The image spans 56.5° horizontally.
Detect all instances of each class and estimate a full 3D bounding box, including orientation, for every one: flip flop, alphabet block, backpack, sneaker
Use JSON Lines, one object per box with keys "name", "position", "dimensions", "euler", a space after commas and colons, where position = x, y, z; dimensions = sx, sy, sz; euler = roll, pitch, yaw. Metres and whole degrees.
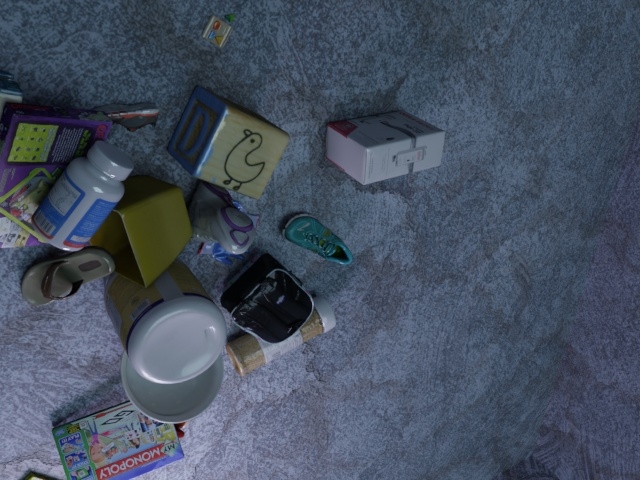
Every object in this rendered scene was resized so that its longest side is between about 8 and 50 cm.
{"name": "flip flop", "position": [-0.613, 0.096, 1.428], "dimensions": [0.277, 0.080, 0.112], "euler": [-19, 129, 19]}
{"name": "alphabet block", "position": [-0.230, -0.241, 1.478], "dimensions": [0.197, 0.193, 0.192], "euler": [17, 108, -41]}
{"name": "backpack", "position": [-0.154, 0.180, 1.787], "dimensions": [0.225, 0.191, 0.253], "euler": [-46, 126, 1]}
{"name": "sneaker", "position": [0.000, 0.000, 1.842], "dimensions": [0.275, 0.110, 0.107], "euler": [25, 101, -41]}
{"name": "sneaker", "position": [-0.260, -0.031, 1.511], "dimensions": [0.114, 0.305, 0.152], "euler": [24, 107, -36]}
{"name": "sneaker", "position": [-0.452, -0.279, 1.390], "dimensions": [0.158, 0.061, 0.064], "euler": [-10, 128, -30]}

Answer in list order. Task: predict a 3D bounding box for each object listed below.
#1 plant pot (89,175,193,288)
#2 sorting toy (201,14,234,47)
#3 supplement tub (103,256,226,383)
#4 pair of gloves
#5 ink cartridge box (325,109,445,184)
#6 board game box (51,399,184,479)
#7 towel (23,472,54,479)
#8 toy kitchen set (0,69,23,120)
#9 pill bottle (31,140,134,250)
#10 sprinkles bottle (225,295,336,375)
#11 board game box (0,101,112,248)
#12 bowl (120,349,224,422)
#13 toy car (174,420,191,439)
{"name": "plant pot", "position": [-0.438, -0.046, 1.445], "dimensions": [0.187, 0.212, 0.212], "euler": [-38, 133, -37]}
{"name": "sorting toy", "position": [-0.240, -0.511, 1.426], "dimensions": [0.062, 0.012, 0.083], "euler": [21, 104, -41]}
{"name": "supplement tub", "position": [-0.406, 0.175, 1.512], "dimensions": [0.241, 0.331, 0.240], "euler": [-17, 125, -26]}
{"name": "pair of gloves", "position": [-0.257, -0.021, 1.708], "dimensions": [0.159, 0.023, 0.198], "euler": [10, 112, -39]}
{"name": "ink cartridge box", "position": [0.187, -0.279, 1.736], "dimensions": [0.283, 0.207, 0.117], "euler": [-16, 127, -27]}
{"name": "board game box", "position": [-0.581, 0.587, 1.727], "dimensions": [0.318, 0.046, 0.213], "euler": [-18, 88, -15]}
{"name": "towel", "position": [-0.812, 0.771, 1.806], "dimensions": [0.102, 0.021, 0.237], "euler": [-42, 134, 1]}
{"name": "toy kitchen set", "position": [-0.688, -0.315, 1.126], "dimensions": [0.207, 0.166, 0.122], "euler": [0, 117, -36]}
{"name": "pill bottle", "position": [-0.491, -0.095, 1.246], "dimensions": [0.221, 0.124, 0.124], "euler": [-48, 134, 13]}
{"name": "sprinkles bottle", "position": [-0.125, 0.306, 1.932], "dimensions": [0.356, 0.121, 0.121], "euler": [-26, 129, -20]}
{"name": "board game box", "position": [-0.591, -0.126, 1.251], "dimensions": [0.208, 0.056, 0.346], "euler": [-3, 134, -49]}
{"name": "bowl", "position": [-0.438, 0.371, 1.706], "dimensions": [0.298, 0.134, 0.297], "euler": [12, 67, -29]}
{"name": "toy car", "position": [-0.480, 0.592, 1.847], "dimensions": [0.159, 0.136, 0.182], "euler": [24, 101, -42]}
